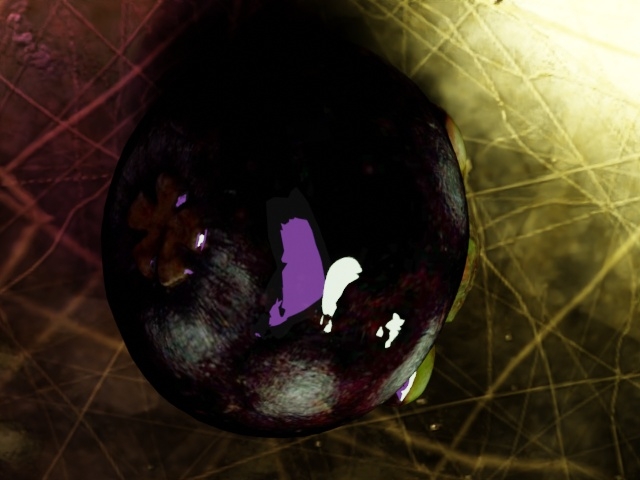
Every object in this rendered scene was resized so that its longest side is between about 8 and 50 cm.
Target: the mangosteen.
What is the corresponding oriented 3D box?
[{"bbox_3d":[0.000,0.000,1.363,0.302,0.275,0.275,5,124,-44],"label":"mangosteen"}]
